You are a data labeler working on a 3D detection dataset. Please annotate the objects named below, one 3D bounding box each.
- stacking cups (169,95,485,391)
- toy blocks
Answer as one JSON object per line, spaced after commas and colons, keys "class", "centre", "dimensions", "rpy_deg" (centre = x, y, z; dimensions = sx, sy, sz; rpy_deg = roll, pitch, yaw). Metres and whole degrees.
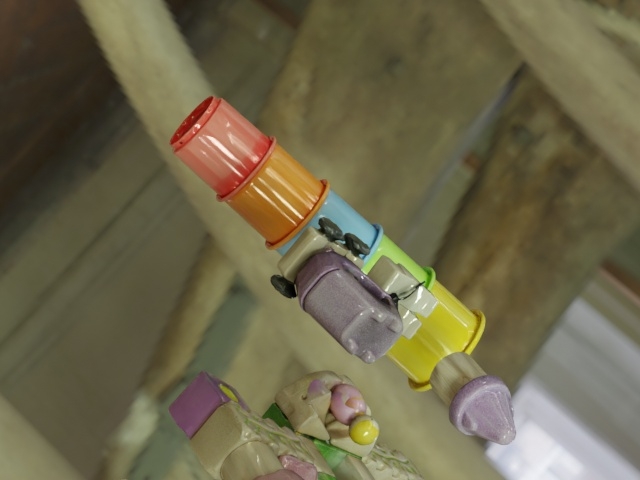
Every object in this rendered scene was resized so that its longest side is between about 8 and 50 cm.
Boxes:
{"class": "stacking cups", "centre": [0.000, 0.000, 1.506], "dimensions": [0.096, 0.316, 0.096], "rpy_deg": [-46, -167, 13]}
{"class": "toy blocks", "centre": [0.043, 0.211, 1.263], "dimensions": [0.288, 0.260, 0.309], "rpy_deg": [29, 104, -43]}
